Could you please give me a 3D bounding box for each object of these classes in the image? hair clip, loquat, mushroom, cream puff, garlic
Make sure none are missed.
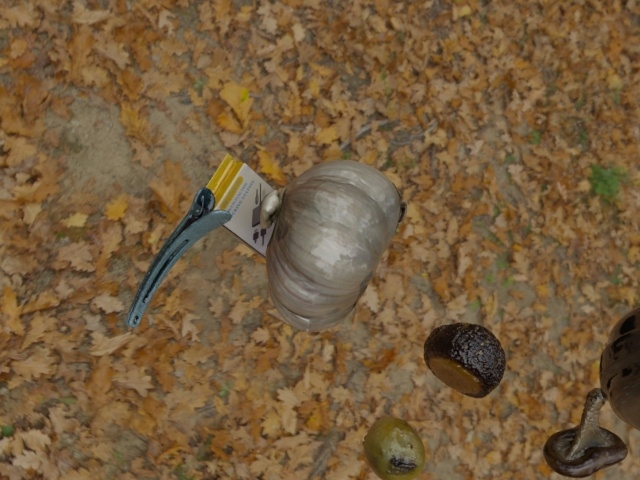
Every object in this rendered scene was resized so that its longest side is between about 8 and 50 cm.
[{"bbox_3d":[-0.257,0.036,1.017,0.275,0.083,0.048,-52,146,11],"label":"hair clip"},{"bbox_3d":[0.188,0.549,1.545,0.149,0.204,0.172,-33,100,-18],"label":"loquat"},{"bbox_3d":[0.670,0.475,1.488,0.227,0.148,0.217,-16,113,-24],"label":"mushroom"},{"bbox_3d":[0.419,0.333,1.690,0.239,0.239,0.165,48,62,-15],"label":"cream puff"},{"bbox_3d":[0.014,0.010,1.076,0.322,0.241,0.322,-42,146,-39],"label":"garlic"}]

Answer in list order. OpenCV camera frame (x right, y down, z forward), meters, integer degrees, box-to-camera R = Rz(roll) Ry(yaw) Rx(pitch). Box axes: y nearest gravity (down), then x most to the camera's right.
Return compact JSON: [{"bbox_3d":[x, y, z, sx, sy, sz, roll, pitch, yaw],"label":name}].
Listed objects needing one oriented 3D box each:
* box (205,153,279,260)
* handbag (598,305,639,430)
[{"bbox_3d":[-0.134,-0.055,1.190,0.247,0.033,0.129,41,75,-46],"label":"box"},{"bbox_3d":[0.411,0.136,0.520,0.308,0.254,0.093,16,64,5],"label":"handbag"}]
